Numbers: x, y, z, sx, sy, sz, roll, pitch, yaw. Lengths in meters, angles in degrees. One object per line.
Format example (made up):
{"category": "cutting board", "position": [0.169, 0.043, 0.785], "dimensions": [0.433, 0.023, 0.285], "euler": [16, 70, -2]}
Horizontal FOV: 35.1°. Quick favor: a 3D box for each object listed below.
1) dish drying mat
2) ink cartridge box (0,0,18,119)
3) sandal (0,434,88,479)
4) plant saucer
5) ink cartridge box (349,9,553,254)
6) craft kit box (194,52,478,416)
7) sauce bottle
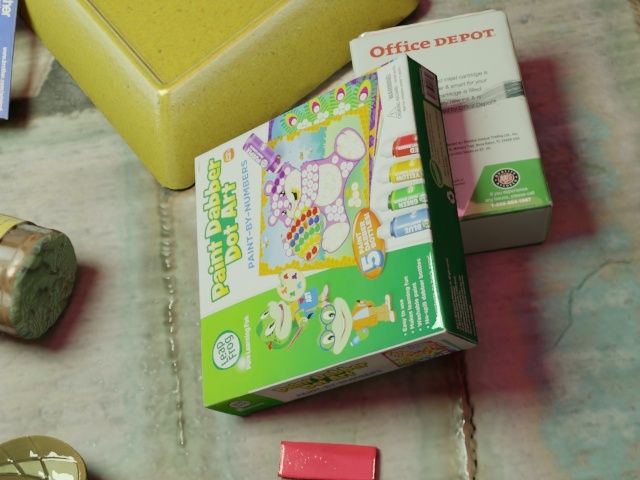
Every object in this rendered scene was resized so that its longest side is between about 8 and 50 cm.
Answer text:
{"category": "dish drying mat", "position": [0.006, 0.189, 0.866], "dimensions": [0.083, 0.008, 0.032], "euler": [1, 65, 10]}
{"category": "ink cartridge box", "position": [-0.474, -0.191, 1.062], "dimensions": [0.311, 0.065, 0.185], "euler": [-2, 66, -3]}
{"category": "sandal", "position": [-0.276, 0.217, 0.877], "dimensions": [0.180, 0.049, 0.072], "euler": [-18, 58, 16]}
{"category": "plant saucer", "position": [-0.124, -0.269, 1.049], "dimensions": [0.333, 0.081, 0.332], "euler": [-39, 67, -7]}
{"category": "ink cartridge box", "position": [0.117, -0.095, 0.937], "dimensions": [0.153, 0.087, 0.208], "euler": [-9, 65, 5]}
{"category": "craft kit box", "position": [0.000, 0.000, 0.866], "dimensions": [0.247, 0.061, 0.249], "euler": [-24, 59, 34]}
{"category": "sauce bottle", "position": [-0.406, 0.004, 0.957], "dimensions": [0.345, 0.111, 0.111], "euler": [12, 68, 15]}
